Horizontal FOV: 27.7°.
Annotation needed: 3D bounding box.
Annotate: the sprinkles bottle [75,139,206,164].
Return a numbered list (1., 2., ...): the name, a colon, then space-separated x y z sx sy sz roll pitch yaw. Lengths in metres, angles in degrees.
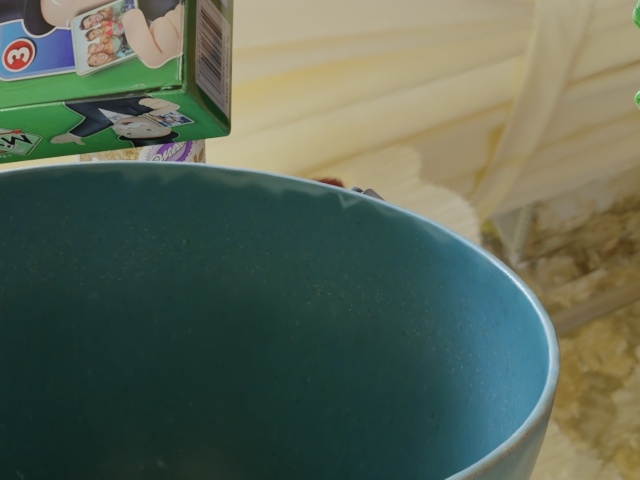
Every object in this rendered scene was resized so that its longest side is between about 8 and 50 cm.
1. sprinkles bottle: -0.158 -0.112 1.119 0.121 0.121 0.355 59 161 29

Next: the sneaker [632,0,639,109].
1. sneaker: 0.313 -0.076 0.930 0.146 0.134 0.344 20 149 36

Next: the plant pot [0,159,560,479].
1. plant pot: -0.064 0.109 0.524 0.290 0.290 0.196 -134 44 -55

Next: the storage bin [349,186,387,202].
1. storage bin: 0.000 0.000 1.093 0.091 0.098 0.135 20 175 23

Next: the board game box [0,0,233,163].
1. board game box: -0.138 -0.181 0.508 0.046 0.213 0.317 46 -138 -65
